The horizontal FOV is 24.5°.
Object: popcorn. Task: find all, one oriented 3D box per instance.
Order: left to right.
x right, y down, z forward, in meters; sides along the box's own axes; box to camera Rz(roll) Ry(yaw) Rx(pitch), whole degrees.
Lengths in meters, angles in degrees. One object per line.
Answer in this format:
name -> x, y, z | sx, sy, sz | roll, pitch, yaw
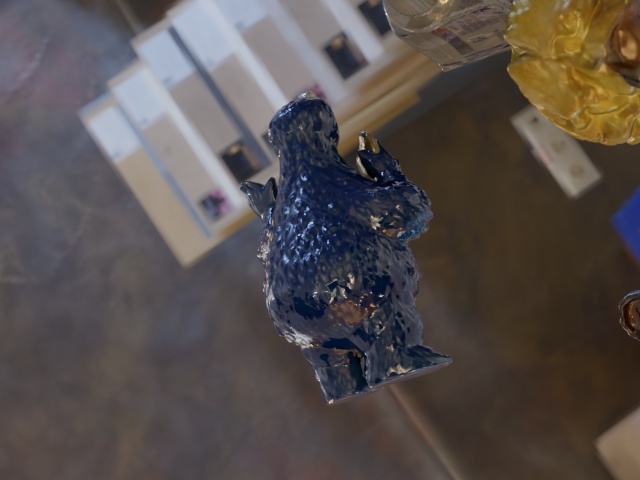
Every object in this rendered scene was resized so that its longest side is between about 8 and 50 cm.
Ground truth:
popcorn -> 0.233, -0.161, 1.267 | 0.167, 0.148, 0.152 | 43, 153, -11

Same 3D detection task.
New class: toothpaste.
toothpaste -> 0.118, -0.205, 1.341 | 0.099, 0.068, 0.282 | 15, -179, 25

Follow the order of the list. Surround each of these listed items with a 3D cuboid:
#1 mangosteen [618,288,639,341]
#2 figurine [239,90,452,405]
mangosteen -> 0.292, 0.049, 0.873 | 0.211, 0.250, 0.211 | -172, 90, -77
figurine -> 0.007, 0.002, 1.156 | 0.121, 0.164, 0.262 | 6, -129, -51
